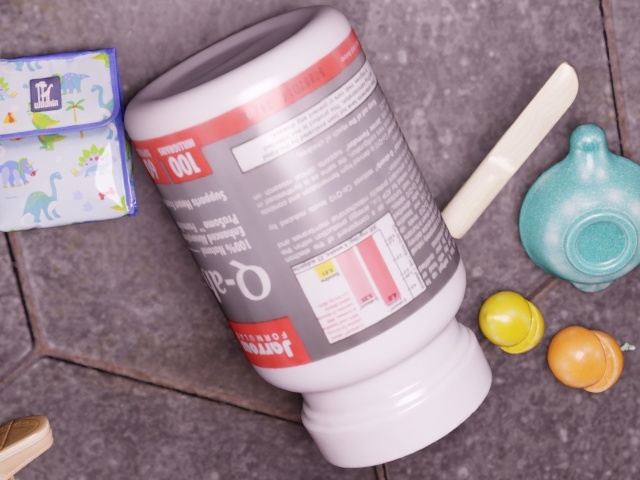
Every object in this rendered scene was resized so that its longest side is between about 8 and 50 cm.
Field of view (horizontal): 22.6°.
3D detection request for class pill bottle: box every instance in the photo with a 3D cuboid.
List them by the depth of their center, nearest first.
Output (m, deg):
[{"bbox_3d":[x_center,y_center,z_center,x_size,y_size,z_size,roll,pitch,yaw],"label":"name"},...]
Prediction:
[{"bbox_3d":[0.000,0.000,1.379,0.210,0.210,0.363,-27,106,-1],"label":"pill bottle"}]

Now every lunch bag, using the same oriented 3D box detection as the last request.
[{"bbox_3d":[-0.230,-0.087,1.389,0.129,0.096,0.151,-7,91,-4],"label":"lunch bag"}]

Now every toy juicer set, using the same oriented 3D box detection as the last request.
[{"bbox_3d":[0.220,0.002,1.484,0.209,0.089,0.329,-32,115,14],"label":"toy juicer set"}]

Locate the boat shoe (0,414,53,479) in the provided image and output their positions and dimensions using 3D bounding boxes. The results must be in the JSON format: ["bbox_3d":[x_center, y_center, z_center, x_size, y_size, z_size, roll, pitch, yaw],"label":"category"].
[{"bbox_3d":[-0.310,0.221,1.470,0.170,0.063,0.059,-30,109,10],"label":"boat shoe"}]
